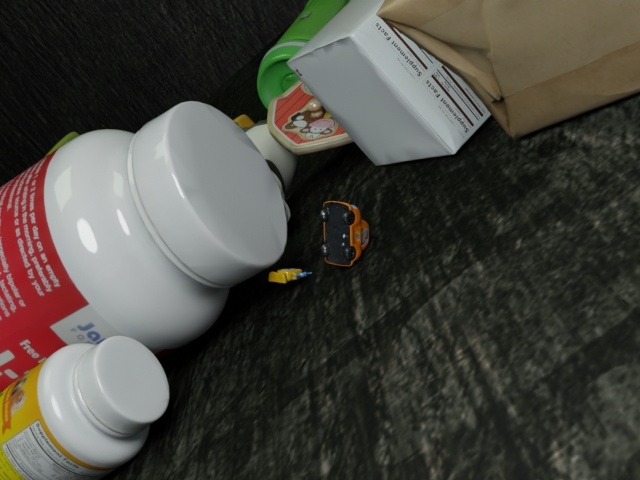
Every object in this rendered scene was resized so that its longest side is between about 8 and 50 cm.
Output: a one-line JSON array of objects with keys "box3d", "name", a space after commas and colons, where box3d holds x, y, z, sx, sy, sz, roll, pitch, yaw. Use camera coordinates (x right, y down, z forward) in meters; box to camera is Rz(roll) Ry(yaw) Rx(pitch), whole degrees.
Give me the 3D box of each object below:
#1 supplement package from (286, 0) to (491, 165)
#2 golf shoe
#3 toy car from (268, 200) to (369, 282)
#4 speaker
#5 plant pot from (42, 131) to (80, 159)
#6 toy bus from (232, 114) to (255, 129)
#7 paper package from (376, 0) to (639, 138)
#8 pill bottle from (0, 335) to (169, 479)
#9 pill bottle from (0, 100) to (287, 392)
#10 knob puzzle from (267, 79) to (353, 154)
[{"box3d": [0.110, -0.198, 1.162, 0.203, 0.149, 0.194, -46, 14, -13], "name": "supplement package"}, {"box3d": [-0.072, -0.039, 1.351, 0.120, 0.105, 0.273, -10, 38, 39], "name": "golf shoe"}, {"box3d": [0.000, 0.000, 1.078, 0.040, 0.060, 0.122, -12, -4, -43], "name": "toy car"}, {"box3d": [0.001, -0.289, 1.805, 0.131, 0.131, 0.296, -34, 16, 32], "name": "speaker"}, {"box3d": [-0.346, 0.017, 1.651, 0.207, 0.227, 0.228, -44, 13, 17], "name": "plant pot"}, {"box3d": [-0.164, -0.013, 1.460, 0.130, 0.108, 0.333, -31, 18, 45], "name": "toy bus"}, {"box3d": [0.242, -0.276, 0.900, 0.309, 0.168, 0.325, -20, 36, 58], "name": "paper package"}, {"box3d": [-0.237, 0.170, 1.077, 0.215, 0.117, 0.117, -34, 16, 30], "name": "pill bottle"}, {"box3d": [-0.241, 0.033, 1.184, 0.407, 0.229, 0.229, -29, 18, 27], "name": "pill bottle"}, {"box3d": [0.018, -0.163, 1.380, 0.213, 0.030, 0.213, -12, 33, 8], "name": "knob puzzle"}]
